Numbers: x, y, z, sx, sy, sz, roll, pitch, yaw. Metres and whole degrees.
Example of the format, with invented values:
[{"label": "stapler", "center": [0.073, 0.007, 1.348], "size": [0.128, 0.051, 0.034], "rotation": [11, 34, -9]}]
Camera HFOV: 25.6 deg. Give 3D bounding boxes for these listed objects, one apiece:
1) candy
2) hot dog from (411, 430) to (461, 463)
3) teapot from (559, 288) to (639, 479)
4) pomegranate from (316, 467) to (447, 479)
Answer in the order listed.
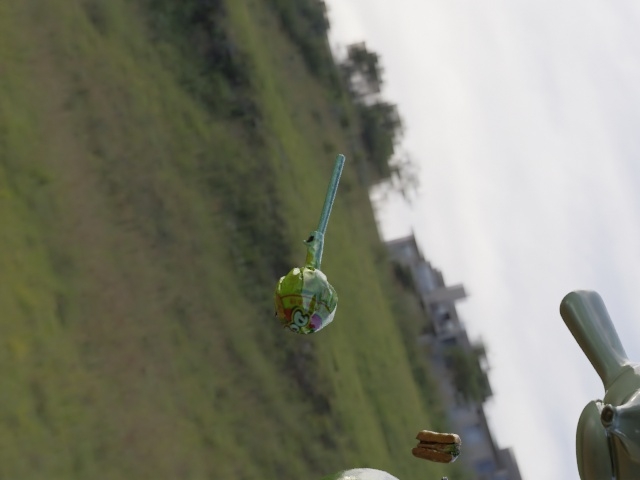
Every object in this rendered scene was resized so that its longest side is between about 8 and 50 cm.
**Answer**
[{"label": "candy", "center": [0.000, 0.000, 1.307], "size": [0.062, 0.058, 0.194], "rotation": [110, -5, -59]}, {"label": "hot dog", "center": [0.137, 0.238, 1.619], "size": [0.083, 0.021, 0.037], "rotation": [3, -111, 57]}, {"label": "teapot", "center": [0.377, 0.216, 1.698], "size": [0.318, 0.149, 0.220], "rotation": [-87, 169, -63]}, {"label": "pomegranate", "center": [0.061, 0.305, 1.364], "size": [0.181, 0.224, 0.181], "rotation": [6, -82, 50]}]
